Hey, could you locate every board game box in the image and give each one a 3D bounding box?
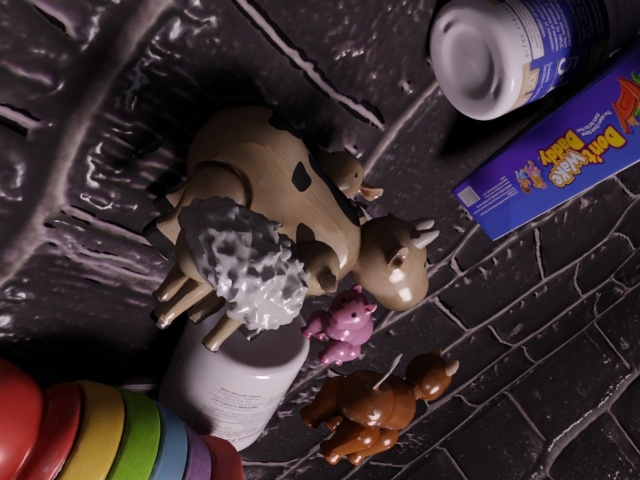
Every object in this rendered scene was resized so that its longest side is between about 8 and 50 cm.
[{"bbox_3d":[0.304,-0.142,0.763,0.233,0.078,0.347,-39,178,-23],"label":"board game box"}]

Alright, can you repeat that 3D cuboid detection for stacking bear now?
[{"bbox_3d":[-0.226,0.203,0.695,0.289,0.164,0.175,36,150,-31],"label":"stacking bear"}]

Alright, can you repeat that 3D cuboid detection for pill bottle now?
[{"bbox_3d":[-0.110,0.164,0.861,0.131,0.131,0.229,-13,144,-39],"label":"pill bottle"},{"bbox_3d":[0.205,-0.193,0.710,0.186,0.112,0.112,-25,150,-23],"label":"pill bottle"}]

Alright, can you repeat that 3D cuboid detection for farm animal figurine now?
[{"bbox_3d":[0.000,0.000,0.657,0.172,0.330,0.327,-40,125,10],"label":"farm animal figurine"}]
